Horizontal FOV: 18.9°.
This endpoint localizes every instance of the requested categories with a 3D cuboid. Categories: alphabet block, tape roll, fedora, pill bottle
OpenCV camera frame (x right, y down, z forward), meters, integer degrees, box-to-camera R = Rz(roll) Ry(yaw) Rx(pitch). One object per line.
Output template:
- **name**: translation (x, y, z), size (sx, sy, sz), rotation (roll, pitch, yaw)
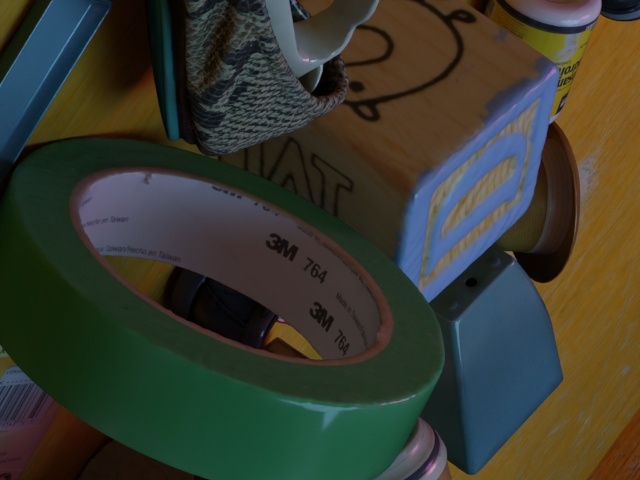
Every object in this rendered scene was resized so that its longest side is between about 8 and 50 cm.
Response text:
- **alphabet block**: translation (0.051, -0.083, 1.553), size (0.192, 0.197, 0.193), rotation (-41, 155, -30)
- **tape roll**: translation (-0.073, 0.044, 1.322), size (0.321, 0.321, 0.077), rotation (-15, 136, -57)
- **fedora**: translation (0.207, -0.044, 2.033), size (0.079, 0.194, 0.194), rotation (-4, 138, -17)
- **pill bottle**: translation (0.193, -0.171, 1.834), size (0.103, 0.103, 0.184), rotation (-33, 150, -42)

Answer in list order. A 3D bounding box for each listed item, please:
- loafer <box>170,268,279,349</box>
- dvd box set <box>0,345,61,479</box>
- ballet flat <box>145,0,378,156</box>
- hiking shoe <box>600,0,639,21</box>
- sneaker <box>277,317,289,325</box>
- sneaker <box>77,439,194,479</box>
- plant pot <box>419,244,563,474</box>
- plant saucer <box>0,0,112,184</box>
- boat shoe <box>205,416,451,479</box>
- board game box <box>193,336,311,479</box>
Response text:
- **loafer**: translation (0.000, 0.000, 1.709), size (0.302, 0.095, 0.109), rotation (-38, 154, -33)
- **dvd box set**: translation (-0.352, 0.222, 1.379), size (0.420, 0.062, 0.307), rotation (-59, 157, 15)
- **ballet flat**: translation (-0.051, -0.205, 1.186), size (0.182, 0.164, 0.483), rotation (-13, 156, 1)
- **hiking shoe**: translation (0.363, -0.352, 1.889), size (0.304, 0.113, 0.132), rotation (-55, 159, 4)
- **sneaker**: translation (-0.017, 0.037, 1.804), size (0.118, 0.042, 0.067), rotation (-22, 139, -40)
- **sneaker**: translation (-0.189, 0.254, 1.753), size (0.235, 0.090, 0.095), rotation (-54, 177, 2)
- **plant pot**: translation (0.147, 0.096, 2.074), size (0.166, 0.165, 0.234), rotation (-43, 148, -23)
- **plant saucer**: translation (-0.207, -0.086, 1.269), size (0.192, 0.018, 0.067), rotation (-58, 158, 9)
- **boat shoe**: translation (-0.119, 0.289, 1.413), size (0.500, 0.156, 0.187), rotation (-25, -160, 3)
- **board game box**: translation (-0.095, 0.283, 1.693), size (0.390, 0.050, 0.390), rotation (-52, -163, -4)
